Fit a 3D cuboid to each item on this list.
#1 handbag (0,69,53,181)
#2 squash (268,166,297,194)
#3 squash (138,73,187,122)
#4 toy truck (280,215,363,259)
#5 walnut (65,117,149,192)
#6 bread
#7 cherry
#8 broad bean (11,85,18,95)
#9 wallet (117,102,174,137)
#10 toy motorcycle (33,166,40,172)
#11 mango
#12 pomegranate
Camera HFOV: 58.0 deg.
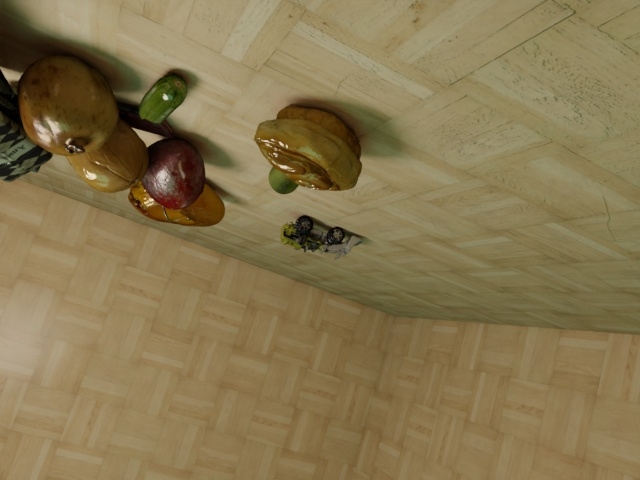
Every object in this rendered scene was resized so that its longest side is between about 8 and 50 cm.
[{"bbox_3d":[-0.768,-0.334,1.229,0.317,0.180,0.416,60,172,6],"label":"handbag"},{"bbox_3d":[-0.064,-0.170,1.416,0.083,0.083,0.250,22,164,-19],"label":"squash"},{"bbox_3d":[-0.340,-0.298,1.235,0.069,0.069,0.238,23,166,-27],"label":"squash"},{"bbox_3d":[0.000,0.000,2.011,0.285,0.111,0.136,16,167,-7],"label":"toy truck"},{"bbox_3d":[-0.541,-0.223,1.443,0.225,0.193,0.193,43,165,-5],"label":"walnut"},{"bbox_3d":[-0.017,-0.182,1.173,0.198,0.120,0.236,13,168,26],"label":"bread"},{"bbox_3d":[-0.399,-0.187,1.569,0.175,0.192,0.249,-18,171,-23],"label":"cherry"},{"bbox_3d":[-0.800,-0.335,1.612,0.188,0.121,0.263,21,170,3],"label":"broad bean"},{"bbox_3d":[-0.498,-0.319,1.478,0.232,0.025,0.119,16,169,13],"label":"wallet"},{"bbox_3d":[-1.185,-0.343,2.013,0.409,0.169,0.237,24,165,-28],"label":"toy motorcycle"},{"bbox_3d":[-0.459,-0.140,1.914,0.350,0.201,0.199,19,-152,-51],"label":"mango"},{"bbox_3d":[-0.548,-0.280,1.249,0.215,0.216,0.215,17,168,4],"label":"pomegranate"}]
